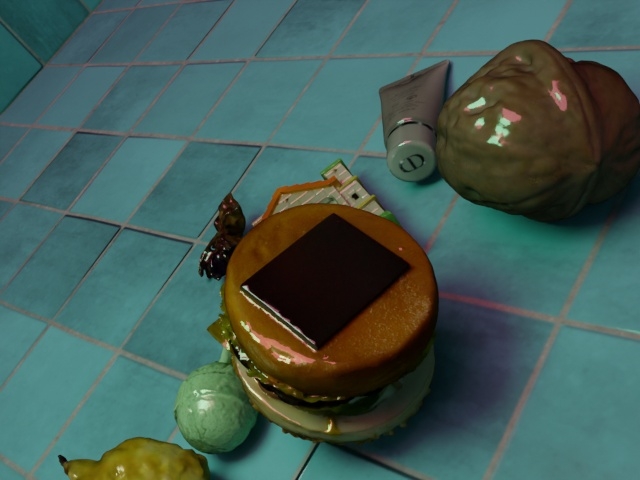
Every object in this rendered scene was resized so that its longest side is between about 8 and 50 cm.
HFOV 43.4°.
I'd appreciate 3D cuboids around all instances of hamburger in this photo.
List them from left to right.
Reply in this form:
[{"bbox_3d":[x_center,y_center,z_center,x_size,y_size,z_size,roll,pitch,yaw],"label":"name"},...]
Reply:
[{"bbox_3d":[0.014,0.112,1.009,0.291,0.225,0.291,1,50,-1],"label":"hamburger"}]

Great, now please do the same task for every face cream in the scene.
[{"bbox_3d":[0.156,-0.217,1.372,0.143,0.089,0.314,-21,34,22],"label":"face cream"}]

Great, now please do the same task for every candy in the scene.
[{"bbox_3d":[-0.135,0.129,1.249,0.119,0.119,0.440,-19,39,23],"label":"candy"}]

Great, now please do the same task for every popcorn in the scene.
[{"bbox_3d":[-0.244,0.370,1.032,0.253,0.190,0.191,-9,45,-27],"label":"popcorn"}]

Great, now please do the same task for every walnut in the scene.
[{"bbox_3d":[0.288,-0.142,1.074,0.273,0.273,0.227,32,106,50],"label":"walnut"}]

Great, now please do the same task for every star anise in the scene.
[{"bbox_3d":[-0.163,-0.004,1.395,0.168,0.057,0.168,-56,22,36],"label":"star anise"}]

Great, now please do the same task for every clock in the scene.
[{"bbox_3d":[0.000,0.000,1.270,0.220,0.106,0.255,-36,34,1],"label":"clock"}]
